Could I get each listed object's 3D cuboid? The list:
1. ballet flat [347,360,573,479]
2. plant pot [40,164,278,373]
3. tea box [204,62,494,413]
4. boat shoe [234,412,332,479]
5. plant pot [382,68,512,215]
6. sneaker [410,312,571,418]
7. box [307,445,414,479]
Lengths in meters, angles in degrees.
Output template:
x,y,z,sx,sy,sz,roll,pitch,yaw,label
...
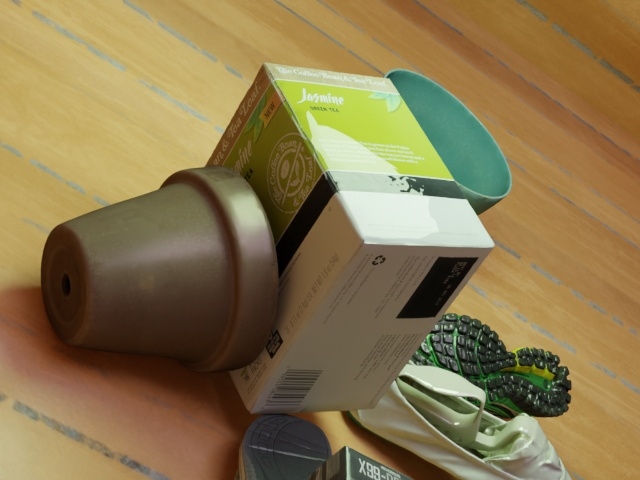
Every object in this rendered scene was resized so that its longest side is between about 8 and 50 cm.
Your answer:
x,y,z,sx,sy,sz,roll,pitch,yaw,label
0.226,0.279,2.075,0.400,0.139,0.139,29,30,-4,ballet flat
-0.212,0.042,1.804,0.229,0.263,0.263,-4,53,-34,plant pot
0.000,0.000,1.913,0.220,0.329,0.323,3,44,-36,tea box
-0.057,0.324,1.780,0.118,0.103,0.320,18,28,-8,boat shoe
0.157,-0.124,2.516,0.290,0.195,0.290,33,31,-22,plant pot
0.227,0.214,2.240,0.343,0.146,0.134,25,57,-37,sneaker
0.127,0.382,1.545,0.307,0.076,0.242,29,33,-23,box
